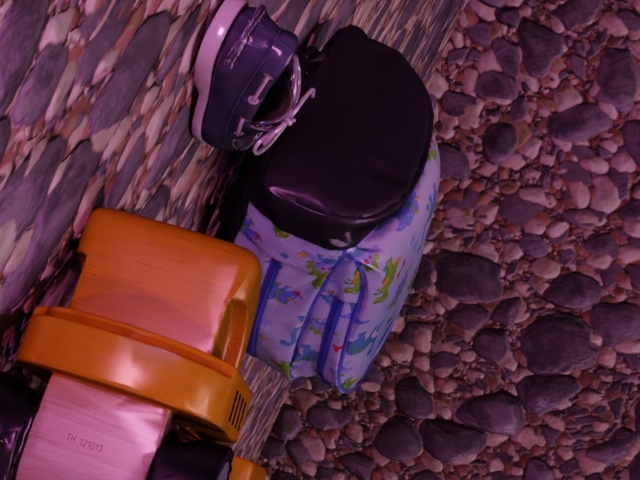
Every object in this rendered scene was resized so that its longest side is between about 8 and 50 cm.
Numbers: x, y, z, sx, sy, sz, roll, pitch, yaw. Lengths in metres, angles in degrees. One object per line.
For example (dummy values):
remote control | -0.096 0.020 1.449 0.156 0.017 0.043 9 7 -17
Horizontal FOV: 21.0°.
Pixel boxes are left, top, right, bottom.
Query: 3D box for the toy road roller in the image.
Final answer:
toy road roller | -0.137 0.118 1.367 0.329 0.202 0.241 80 29 -78

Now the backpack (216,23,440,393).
backpack | 0.000 0.000 1.860 0.355 0.273 0.290 -51 -170 44

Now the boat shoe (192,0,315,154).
boat shoe | -0.054 -0.128 1.464 0.095 0.079 0.254 -60 173 -20
